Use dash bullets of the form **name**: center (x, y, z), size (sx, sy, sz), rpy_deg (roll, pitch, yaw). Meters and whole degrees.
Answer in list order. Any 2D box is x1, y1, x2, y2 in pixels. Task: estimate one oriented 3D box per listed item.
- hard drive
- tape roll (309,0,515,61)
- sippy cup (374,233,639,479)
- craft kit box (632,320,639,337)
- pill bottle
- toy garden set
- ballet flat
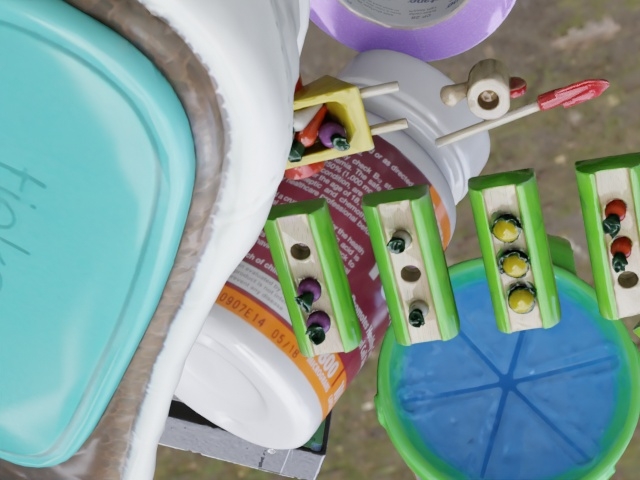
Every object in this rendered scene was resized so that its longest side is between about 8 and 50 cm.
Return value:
- **hard drive**: center (-0.148, 0.164, 1.935), size (0.338, 0.237, 0.064), rpy_deg (14, 132, -5)
- **tape roll**: center (0.091, -0.330, 1.632), size (0.274, 0.090, 0.275), rpy_deg (11, 130, 13)
- **sippy cup**: center (0.165, 0.159, 1.429), size (0.305, 0.240, 0.224), rpy_deg (-35, 163, -12)
- **craft kit box**: center (0.422, 0.114, 1.299), size (0.061, 0.246, 0.250), rpy_deg (-43, 178, -24)
- **pill bottle**: center (0.000, 0.000, 1.575), size (0.392, 0.224, 0.224), rpy_deg (-53, 165, -27)
- **toy garden set**: center (0.079, -0.021, 0.946), size (0.244, 0.049, 0.204), rpy_deg (-8, 118, 12)
- **ballet flat**: center (-0.096, 0.033, 0.474), size (0.139, 0.139, 0.400), rpy_deg (1, 143, -28)
